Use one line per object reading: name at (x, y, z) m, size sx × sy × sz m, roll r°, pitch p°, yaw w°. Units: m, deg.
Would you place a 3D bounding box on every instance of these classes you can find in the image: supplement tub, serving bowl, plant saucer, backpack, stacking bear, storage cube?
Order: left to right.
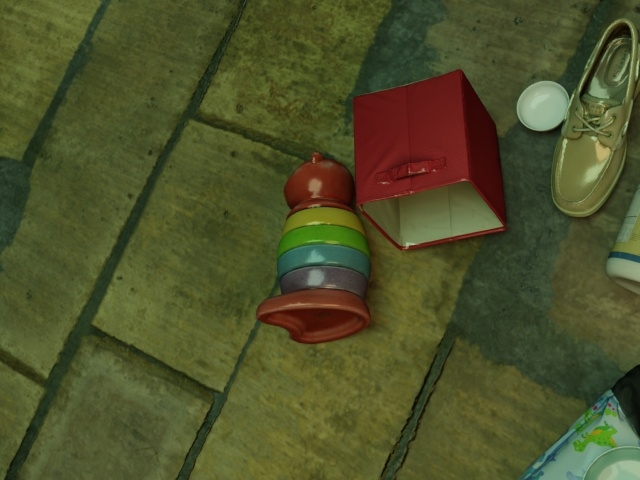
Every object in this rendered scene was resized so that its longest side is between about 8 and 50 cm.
stacking bear at (0.000, 0.000, 1.609) m, size 0.164 × 0.175 × 0.289 m, roll -13°, pitch 63°, yaw 25°
storage cube at (0.168, -0.119, 1.528) m, size 0.183 × 0.215 × 0.193 m, roll -12°, pitch 64°, yaw 23°
serving bowl at (0.355, -0.209, 1.563) m, size 0.083 × 0.027 × 0.083 m, roll -7°, pitch 73°, yaw 24°
backpack at (0.363, 0.380, 1.284) m, size 0.355 × 0.273 × 0.290 m, roll -44°, pitch 68°, yaw 22°
plant saucer at (0.371, 0.306, 1.176) m, size 0.119 × 0.021 × 0.119 m, roll -5°, pitch 72°, yaw 15°
supplement tub at (0.497, -0.018, 1.371) m, size 0.144 × 0.144 × 0.200 m, roll 21°, pitch 85°, yaw 29°

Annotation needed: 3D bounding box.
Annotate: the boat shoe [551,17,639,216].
boat shoe at (0.416, -0.186, 1.485) m, size 0.109 × 0.098 × 0.302 m, roll 19°, pitch 84°, yaw 29°
